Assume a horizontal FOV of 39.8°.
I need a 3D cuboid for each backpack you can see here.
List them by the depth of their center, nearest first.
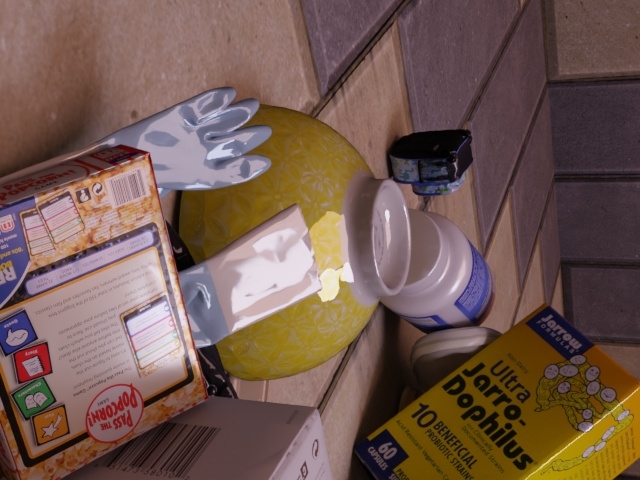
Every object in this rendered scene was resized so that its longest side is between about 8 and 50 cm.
[{"bbox_3d":[0.166,-0.116,1.342,0.105,0.114,0.084,-50,136,-52],"label":"backpack"}]

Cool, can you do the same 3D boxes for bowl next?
[{"bbox_3d":[0.000,0.000,0.889,0.289,0.156,0.289,-2,90,-66],"label":"bowl"}]

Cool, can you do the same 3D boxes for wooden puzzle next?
[{"bbox_3d":[-0.077,0.161,0.917,0.078,0.014,0.116,37,57,-57],"label":"wooden puzzle"}]

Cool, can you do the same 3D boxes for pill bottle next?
[{"bbox_3d":[0.155,0.045,1.276,0.272,0.152,0.152,38,57,-62],"label":"pill bottle"}]

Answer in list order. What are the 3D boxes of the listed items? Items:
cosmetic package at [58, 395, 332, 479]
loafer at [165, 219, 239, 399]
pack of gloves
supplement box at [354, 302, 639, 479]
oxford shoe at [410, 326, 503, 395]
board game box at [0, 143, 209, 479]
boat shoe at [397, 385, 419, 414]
[{"bbox_3d":[-0.081,0.307,0.685,0.155,0.197,0.365,-50,134,-55],"label":"cosmetic package"},{"bbox_3d":[-0.128,0.074,0.727,0.076,0.078,0.223,-26,106,-23],"label":"loafer"},{"bbox_3d":[-0.122,0.001,0.666,0.232,0.046,0.195,-28,119,-26],"label":"pack of gloves"},{"bbox_3d":[0.261,0.296,1.255,0.357,0.194,0.195,-35,137,-9],"label":"supplement box"},{"bbox_3d":[0.242,0.260,1.439,0.449,0.169,0.130,70,17,-58],"label":"oxford shoe"},{"bbox_3d":[-0.163,0.051,0.587,0.147,0.045,0.193,-25,117,-33],"label":"board game box"},{"bbox_3d":[0.159,0.318,1.414,0.063,0.059,0.170,-18,106,-65],"label":"boat shoe"}]
